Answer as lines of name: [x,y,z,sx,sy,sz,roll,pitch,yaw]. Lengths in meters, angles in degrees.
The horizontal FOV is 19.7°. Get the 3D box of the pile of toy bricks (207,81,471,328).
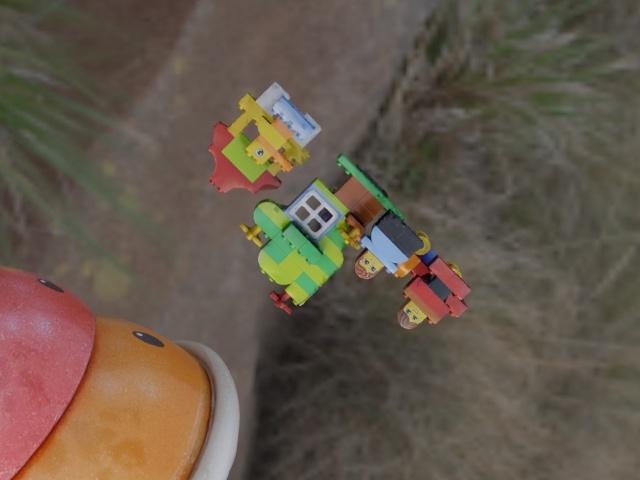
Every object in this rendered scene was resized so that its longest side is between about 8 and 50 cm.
pile of toy bricks: [0.000,0.000,1.253,0.105,0.118,0.212,-45,95,6]

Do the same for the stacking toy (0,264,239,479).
stacking toy: [-0.331,0.102,1.510,0.480,0.351,0.350,46,59,-26]
